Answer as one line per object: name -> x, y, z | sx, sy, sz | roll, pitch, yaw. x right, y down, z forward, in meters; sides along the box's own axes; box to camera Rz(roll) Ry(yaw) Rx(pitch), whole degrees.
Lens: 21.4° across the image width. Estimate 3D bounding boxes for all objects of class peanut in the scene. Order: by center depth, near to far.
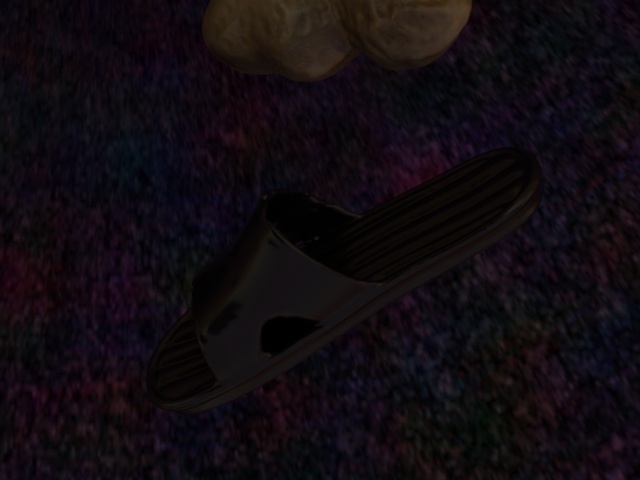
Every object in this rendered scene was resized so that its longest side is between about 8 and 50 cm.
peanut -> 0.013, -0.164, 1.228 | 0.228, 0.104, 0.085 | -1, 150, 38

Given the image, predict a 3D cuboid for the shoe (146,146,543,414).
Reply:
shoe -> 0.000, 0.000, 0.590 | 0.159, 0.062, 0.053 | -27, 124, 6
